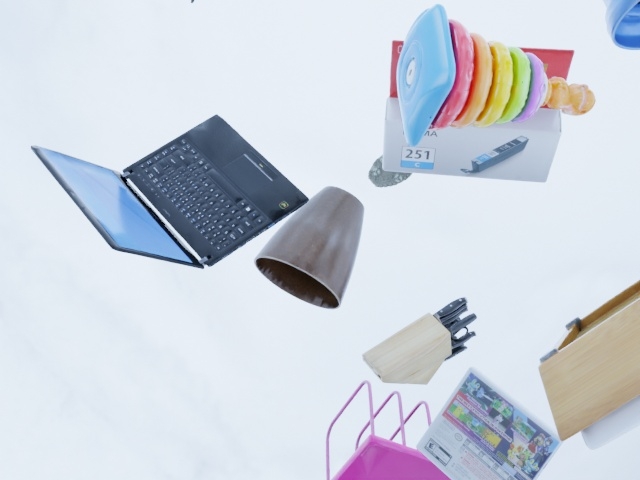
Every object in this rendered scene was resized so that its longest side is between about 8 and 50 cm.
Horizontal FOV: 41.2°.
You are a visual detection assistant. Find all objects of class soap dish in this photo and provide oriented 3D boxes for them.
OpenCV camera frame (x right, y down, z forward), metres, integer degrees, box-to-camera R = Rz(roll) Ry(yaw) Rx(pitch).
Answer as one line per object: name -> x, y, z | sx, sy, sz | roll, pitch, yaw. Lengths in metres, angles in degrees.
soap dish -> 0.389, 0.120, 1.030 | 0.229, 0.118, 0.291 | -40, 169, 22

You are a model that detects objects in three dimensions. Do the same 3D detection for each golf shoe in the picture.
golf shoe -> 0.174, -0.165, 1.668 | 0.176, 0.069, 0.086 | -35, 180, 14

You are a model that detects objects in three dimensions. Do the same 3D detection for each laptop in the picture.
laptop -> -0.194, -0.087, 1.118 | 0.264, 0.234, 0.136 | -34, 146, -17

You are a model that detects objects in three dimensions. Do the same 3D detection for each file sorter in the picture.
file sorter -> 0.175, 0.429, 1.695 | 0.291, 0.182, 0.202 | 22, 125, -16

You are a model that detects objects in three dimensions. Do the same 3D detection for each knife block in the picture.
knife block -> 0.265, 0.242, 2.124 | 0.276, 0.088, 0.242 | 12, 115, -46

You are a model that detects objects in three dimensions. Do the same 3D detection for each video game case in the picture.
video game case -> 0.289, 0.351, 1.474 | 0.023, 0.201, 0.183 | 15, 110, -56

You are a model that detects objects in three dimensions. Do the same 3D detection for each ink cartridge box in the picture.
ink cartridge box -> 0.257, -0.211, 1.438 | 0.261, 0.297, 0.066 | 87, 9, -55

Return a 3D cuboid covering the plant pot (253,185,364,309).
plant pot -> 0.000, 0.000, 1.897 | 0.230, 0.216, 0.215 | -61, 147, -19

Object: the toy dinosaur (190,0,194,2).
toy dinosaur -> -0.112, -0.335, 0.952 | 0.118, 0.268, 0.064 | -24, 153, -17

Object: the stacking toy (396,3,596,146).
stacking toy -> 0.274, -0.231, 1.270 | 0.302, 0.165, 0.175 | 6, 148, -13

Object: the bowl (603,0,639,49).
bowl -> 0.574, -0.396, 1.167 | 0.391, 0.077, 0.391 | -20, 168, -4
